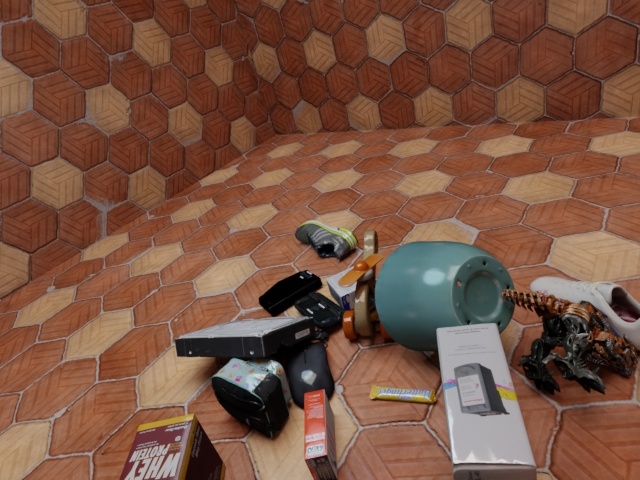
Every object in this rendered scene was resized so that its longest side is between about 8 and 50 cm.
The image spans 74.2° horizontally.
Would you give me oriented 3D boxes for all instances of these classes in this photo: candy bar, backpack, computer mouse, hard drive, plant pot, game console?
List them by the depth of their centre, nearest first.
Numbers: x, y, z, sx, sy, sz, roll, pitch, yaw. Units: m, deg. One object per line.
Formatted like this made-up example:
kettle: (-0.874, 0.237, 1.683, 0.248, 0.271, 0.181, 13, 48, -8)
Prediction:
plant pot: (0.317, 0.133, 1.029, 0.293, 0.293, 0.235, -30, 4, -23)
candy bar: (0.200, 0.374, 1.030, 0.161, 0.018, 0.040, -4, 32, 23)
backpack: (-0.173, 0.377, 1.063, 0.188, 0.166, 0.144, 5, 34, 28)
computer mouse: (-0.045, 0.337, 1.164, 0.188, 0.072, 0.272, -18, 29, -5)
hard drive: (-0.216, 0.274, 1.213, 0.338, 0.064, 0.237, -11, -3, 34)
game console: (-0.056, 0.207, 1.412, 0.213, 0.044, 0.361, -29, 28, -22)

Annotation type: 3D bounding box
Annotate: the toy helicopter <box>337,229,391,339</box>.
toy helicopter: (0.133, 0.103, 1.240, 0.140, 0.235, 0.355, -6, 49, 19)

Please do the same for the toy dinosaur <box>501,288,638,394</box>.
toy dinosaur: (0.539, 0.213, 0.934, 0.321, 0.164, 0.218, 24, 64, 17)

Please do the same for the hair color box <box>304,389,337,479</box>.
hair color box: (-0.001, 0.435, 0.950, 0.053, 0.093, 0.167, -14, 29, 5)

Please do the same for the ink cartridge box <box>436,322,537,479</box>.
ink cartridge box: (0.310, 0.346, 0.811, 0.131, 0.226, 0.306, -10, 31, 15)

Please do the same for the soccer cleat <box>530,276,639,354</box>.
soccer cleat: (0.681, 0.142, 1.058, 0.116, 0.143, 0.331, -26, 30, -17)

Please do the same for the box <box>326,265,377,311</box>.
box: (0.109, 0.155, 1.399, 0.137, 0.072, 0.126, -24, 30, -12)

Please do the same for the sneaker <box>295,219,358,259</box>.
sneaker: (0.000, 0.000, 1.692, 0.300, 0.111, 0.121, 10, 42, 42)

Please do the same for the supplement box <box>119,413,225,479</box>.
supplement box: (-0.301, 0.508, 0.870, 0.129, 0.194, 0.191, -14, 29, 4)
